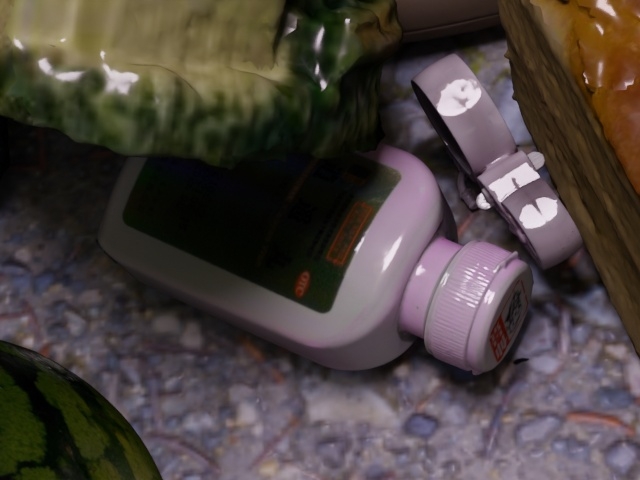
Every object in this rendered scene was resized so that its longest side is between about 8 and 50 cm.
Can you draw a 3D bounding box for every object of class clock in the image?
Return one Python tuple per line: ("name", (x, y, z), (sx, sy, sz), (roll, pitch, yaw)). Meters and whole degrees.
("clock", (0.092, -0.036, 0.807), (0.041, 0.087, 0.129), (-32, 62, -1))

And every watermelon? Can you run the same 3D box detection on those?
("watermelon", (-0.158, 0.150, 0.744), (0.159, 0.128, 0.303), (-19, 60, 3))

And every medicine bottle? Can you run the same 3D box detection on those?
("medicine bottle", (0.000, 0.000, 0.814), (0.219, 0.078, 0.115), (23, 76, 23))

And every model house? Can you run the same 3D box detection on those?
("model house", (-0.080, -0.209, 0.767), (0.261, 0.266, 0.321), (-4, 25, -38))

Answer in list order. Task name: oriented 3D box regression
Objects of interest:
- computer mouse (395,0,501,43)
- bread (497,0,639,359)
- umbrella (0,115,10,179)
("computer mouse", (0.093, -0.192, 0.893), (0.237, 0.082, 0.145), (-12, 60, 7))
("bread", (0.249, -0.072, 0.722), (0.279, 0.207, 0.279), (-21, 61, 2))
("umbrella", (-0.211, -0.070, 0.905), (0.071, 0.071, 0.248), (0, 62, 13))
